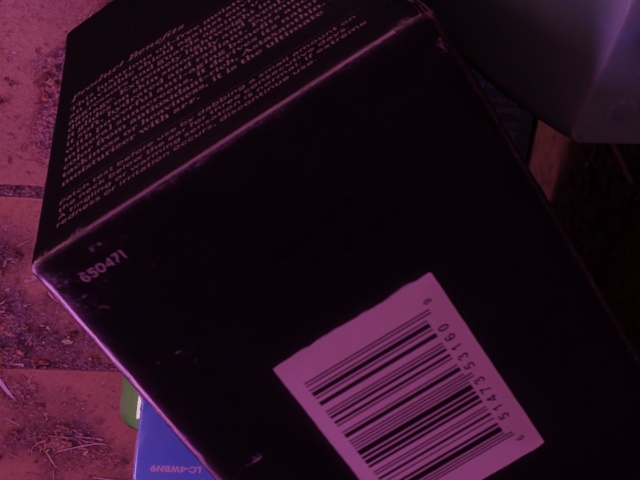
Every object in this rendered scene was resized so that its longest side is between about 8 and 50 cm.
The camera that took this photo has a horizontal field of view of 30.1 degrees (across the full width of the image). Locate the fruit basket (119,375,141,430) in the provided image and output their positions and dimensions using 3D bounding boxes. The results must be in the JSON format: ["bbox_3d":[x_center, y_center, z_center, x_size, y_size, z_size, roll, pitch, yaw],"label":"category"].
[{"bbox_3d":[-0.068,0.013,1.226,0.392,0.283,0.392,11,102,61],"label":"fruit basket"}]

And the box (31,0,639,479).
[{"bbox_3d":[0.019,0.009,0.602,0.296,0.183,0.294,55,-172,-26],"label":"box"}]

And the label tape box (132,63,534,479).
[{"bbox_3d":[0.000,0.000,0.849,0.115,0.249,0.347,-116,32,-67],"label":"label tape box"}]

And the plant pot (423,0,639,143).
[{"bbox_3d":[0.130,-0.154,0.514,0.165,0.166,0.234,105,158,-44],"label":"plant pot"}]
